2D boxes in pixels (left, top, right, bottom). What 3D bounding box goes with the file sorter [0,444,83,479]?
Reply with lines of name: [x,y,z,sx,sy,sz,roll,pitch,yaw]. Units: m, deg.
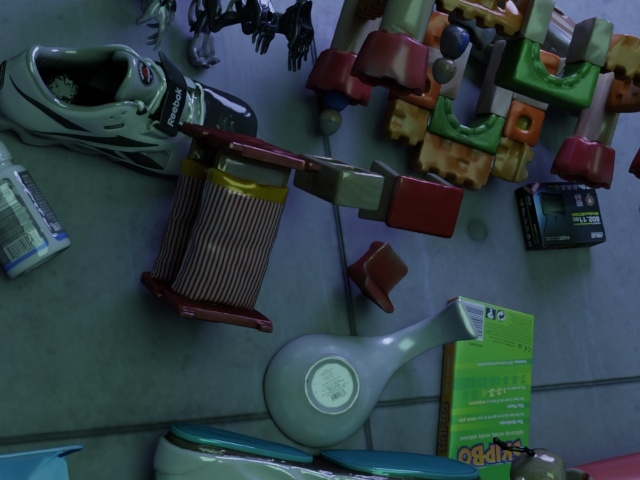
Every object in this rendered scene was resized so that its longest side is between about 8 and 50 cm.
file sorter: [-0.296,0.299,1.233,0.118,0.104,0.170,-2,77,-29]

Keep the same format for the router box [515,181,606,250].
router box: [0.341,-0.035,1.722,0.122,0.038,0.092,-4,78,-30]

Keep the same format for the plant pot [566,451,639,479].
plant pot: [0.427,0.380,1.529,0.243,0.275,0.275,3,74,-18]

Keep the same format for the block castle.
block castle: [0.227,-0.174,1.521,0.453,0.303,0.213,17,89,-16]

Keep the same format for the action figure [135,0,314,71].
action figure: [-0.150,-0.280,1.449,0.164,0.275,0.141,5,108,-57]

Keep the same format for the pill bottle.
pill bottle: [-0.339,-0.034,1.323,0.078,0.078,0.137,-32,92,-32]

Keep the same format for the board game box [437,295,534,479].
board game box: [0.216,0.211,1.583,0.124,0.039,0.259,15,66,-24]

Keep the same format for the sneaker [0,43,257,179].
sneaker: [-0.206,-0.154,1.396,0.330,0.146,0.122,5,72,-29]

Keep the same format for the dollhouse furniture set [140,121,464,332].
dollhouse furniture set: [0.000,0.000,1.420,0.374,0.152,0.201,10,99,-30]

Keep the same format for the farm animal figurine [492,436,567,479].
farm animal figurine: [0.223,0.392,1.365,0.327,0.330,0.172,42,33,-2]

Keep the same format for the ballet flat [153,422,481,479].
ballet flat: [-0.005,0.297,1.396,0.400,0.139,0.139,11,70,-22]

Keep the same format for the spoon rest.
spoon rest: [0.059,0.156,1.498,0.276,0.084,0.137,-23,86,-19]

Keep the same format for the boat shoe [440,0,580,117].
boat shoe: [0.289,-0.301,1.740,0.324,0.123,0.116,39,29,-14]
